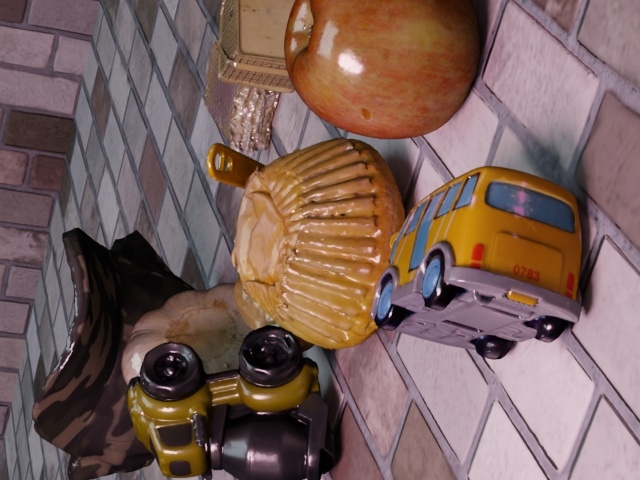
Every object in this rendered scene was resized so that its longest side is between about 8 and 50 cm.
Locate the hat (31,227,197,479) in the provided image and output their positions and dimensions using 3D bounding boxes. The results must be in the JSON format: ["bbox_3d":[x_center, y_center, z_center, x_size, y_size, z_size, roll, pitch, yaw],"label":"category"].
[{"bbox_3d":[-0.243,0.144,2.083,0.382,0.257,0.366,139,138,-74],"label":"hat"}]

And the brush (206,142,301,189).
[{"bbox_3d":[-0.061,-0.067,1.790,0.013,0.272,0.103,2,83,26],"label":"brush"}]

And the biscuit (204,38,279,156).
[{"bbox_3d":[-0.114,-0.207,2.221,0.239,0.062,0.108,-123,42,-64],"label":"biscuit"}]

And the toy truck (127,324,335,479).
[{"bbox_3d":[-0.100,0.205,1.746,0.147,0.224,0.165,89,174,-52],"label":"toy truck"}]

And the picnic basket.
[{"bbox_3d":[-0.070,-0.280,2.035,0.079,0.115,0.164,132,142,-61],"label":"picnic basket"}]

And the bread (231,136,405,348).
[{"bbox_3d":[0.004,0.001,1.671,0.240,0.139,0.240,-173,90,-68],"label":"bread"}]

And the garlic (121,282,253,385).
[{"bbox_3d":[-0.134,0.180,1.965,0.212,0.219,0.218,76,-177,-47],"label":"garlic"}]

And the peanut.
[{"bbox_3d":[-0.053,0.050,1.863,0.226,0.108,0.095,-107,26,-55],"label":"peanut"}]

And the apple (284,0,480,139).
[{"bbox_3d":[0.059,-0.193,1.539,0.188,0.174,0.188,-173,90,-68],"label":"apple"}]

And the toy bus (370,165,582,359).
[{"bbox_3d":[0.133,0.017,1.322,0.209,0.126,0.136,147,137,-66],"label":"toy bus"}]
